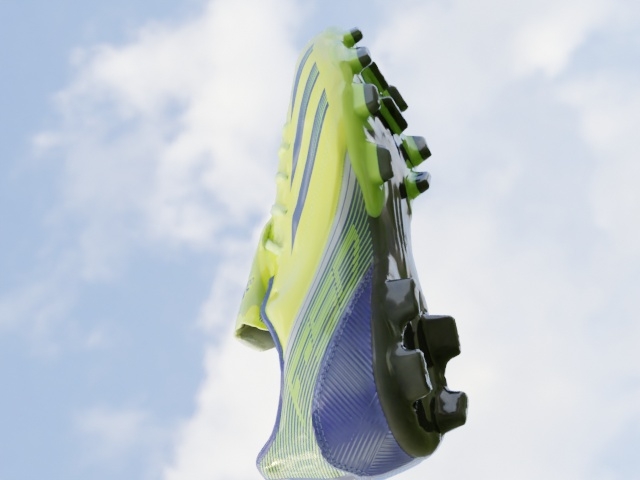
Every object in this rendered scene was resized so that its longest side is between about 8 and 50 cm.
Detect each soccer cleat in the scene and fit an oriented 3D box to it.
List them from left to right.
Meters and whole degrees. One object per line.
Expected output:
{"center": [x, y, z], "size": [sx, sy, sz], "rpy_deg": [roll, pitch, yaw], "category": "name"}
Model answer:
{"center": [-0.001, 0.000, 0.857], "size": [0.093, 0.121, 0.289], "rpy_deg": [46, -151, -45], "category": "soccer cleat"}
